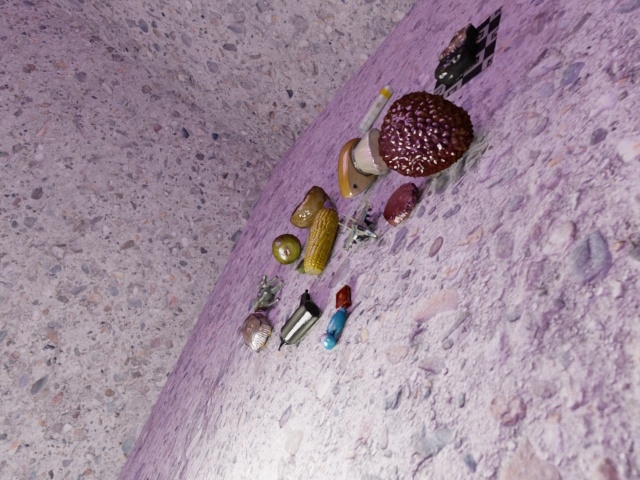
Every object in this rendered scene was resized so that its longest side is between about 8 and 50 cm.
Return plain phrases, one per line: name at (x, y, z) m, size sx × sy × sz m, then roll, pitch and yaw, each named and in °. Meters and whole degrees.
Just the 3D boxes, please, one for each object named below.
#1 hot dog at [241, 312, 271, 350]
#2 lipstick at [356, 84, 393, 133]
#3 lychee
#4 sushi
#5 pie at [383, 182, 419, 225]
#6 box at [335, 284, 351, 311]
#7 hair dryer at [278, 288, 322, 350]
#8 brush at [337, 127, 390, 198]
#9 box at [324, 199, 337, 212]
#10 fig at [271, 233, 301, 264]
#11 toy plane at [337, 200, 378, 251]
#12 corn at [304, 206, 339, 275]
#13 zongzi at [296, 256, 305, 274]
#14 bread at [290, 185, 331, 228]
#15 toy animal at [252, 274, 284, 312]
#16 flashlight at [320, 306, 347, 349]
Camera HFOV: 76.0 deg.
hot dog at (-0.274, 0.384, 1.739) m, size 0.144 × 0.075 × 0.268 m, roll -62°, pitch 20°, yaw -4°
lipstick at (0.278, -0.667, 2.089) m, size 0.264 × 0.059 × 0.059 m, roll -57°, pitch 18°, yaw 2°
lychee at (0.300, -0.295, 1.151) m, size 0.271 × 0.271 × 0.271 m, roll -49°, pitch 20°, yaw 24°
sushi at (0.497, -0.698, 1.506) m, size 0.296 × 0.100 × 0.373 m, roll -30°, pitch 32°, yaw 55°
pie at (0.249, -0.113, 1.272) m, size 0.154 × 0.036 × 0.154 m, roll -49°, pitch 20°, yaw 24°
box at (0.070, 0.181, 1.267) m, size 0.051 × 0.023 × 0.082 m, roll -47°, pitch 21°, yaw 26°
hair dryer at (-0.074, 0.260, 1.465) m, size 0.195 × 0.078 × 0.248 m, roll -50°, pitch 10°, yaw 22°
brush at (0.170, -0.285, 1.579) m, size 0.166 × 0.174 × 0.266 m, roll -6°, pitch 61°, yaw 56°
box at (0.045, -0.137, 1.819) m, size 0.036 × 0.051 × 0.117 m, roll -47°, pitch 22°, yaw 20°
fig at (-0.163, 0.025, 1.937) m, size 0.148 × 0.142 × 0.186 m, roll -31°, pitch 31°, yaw -6°
toy plane at (0.142, -0.035, 1.366) m, size 0.192 × 0.088 × 0.262 m, roll -62°, pitch 28°, yaw 4°
corn at (0.000, 0.000, 1.621) m, size 0.106 × 0.106 × 0.305 m, roll -34°, pitch 32°, yaw 51°
zongzi at (-0.037, 0.077, 1.679) m, size 0.109 × 0.055 × 0.119 m, roll -29°, pitch 22°, yaw 51°
bread at (-0.044, -0.151, 1.945) m, size 0.230 × 0.123 × 0.230 m, roll -53°, pitch 6°, yaw 8°
toy animal at (-0.239, 0.230, 1.897) m, size 0.170 × 0.090 × 0.255 m, roll -47°, pitch 14°, yaw 18°
flashlight at (0.042, 0.255, 1.189) m, size 0.129 × 0.051 × 0.051 m, roll -58°, pitch 17°, yaw -24°
